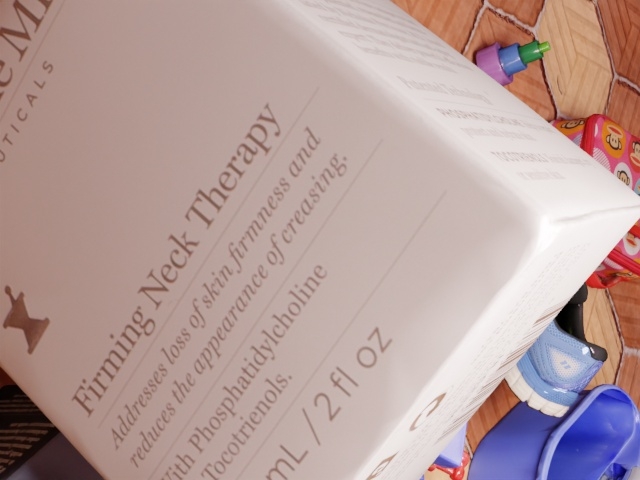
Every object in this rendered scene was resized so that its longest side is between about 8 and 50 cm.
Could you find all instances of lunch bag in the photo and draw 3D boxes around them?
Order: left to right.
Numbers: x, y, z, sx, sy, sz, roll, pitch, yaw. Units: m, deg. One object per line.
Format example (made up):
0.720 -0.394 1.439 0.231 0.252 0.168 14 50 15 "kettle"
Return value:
0.469 -0.049 1.691 0.293 0.120 0.258 24 70 -42 "lunch bag"

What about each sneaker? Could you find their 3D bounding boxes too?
0.281 0.068 1.364 0.130 0.147 0.330 20 34 -44 "sneaker"

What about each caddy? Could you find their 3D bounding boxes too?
0.364 0.348 1.451 0.341 0.179 0.241 -30 107 -46 "caddy"

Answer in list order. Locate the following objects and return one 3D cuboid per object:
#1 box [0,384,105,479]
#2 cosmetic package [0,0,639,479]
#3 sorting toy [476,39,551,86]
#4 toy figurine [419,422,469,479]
-0.236 0.316 0.794 0.294 0.182 0.296 -43 115 -41 "box"
-0.033 -0.018 0.771 0.393 0.329 0.327 41 20 18 "cosmetic package"
0.343 -0.132 1.504 0.127 0.126 0.365 -3 76 -62 "sorting toy"
0.134 0.198 1.152 0.191 0.217 0.362 29 53 -12 "toy figurine"
